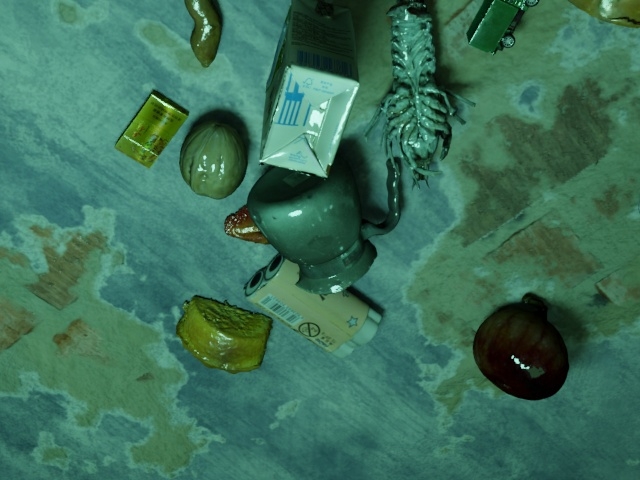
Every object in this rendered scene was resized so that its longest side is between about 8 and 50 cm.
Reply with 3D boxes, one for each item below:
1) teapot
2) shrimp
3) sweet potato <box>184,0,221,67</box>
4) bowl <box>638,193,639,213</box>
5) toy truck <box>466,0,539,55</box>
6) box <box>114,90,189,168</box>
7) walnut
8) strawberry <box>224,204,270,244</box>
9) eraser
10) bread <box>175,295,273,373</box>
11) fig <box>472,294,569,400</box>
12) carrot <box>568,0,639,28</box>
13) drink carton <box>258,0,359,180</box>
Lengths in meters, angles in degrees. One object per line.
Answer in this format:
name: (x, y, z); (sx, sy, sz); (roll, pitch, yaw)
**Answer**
teapot: (0.020, -0.040, 1.789); (0.223, 0.305, 0.285); (3, 130, 39)
shrimp: (0.187, -0.266, 1.647); (0.221, 0.166, 0.411); (-5, 114, 5)
sweet potato: (-0.218, -0.421, 1.584); (0.065, 0.051, 0.218); (-1, 126, 3)
bowl: (0.750, -0.111, 1.799); (0.189, 0.086, 0.189); (0, 124, 0)
toy truck: (0.341, -0.421, 1.583); (0.079, 0.065, 0.147); (22, 124, -11)
box: (-0.345, -0.224, 1.743); (0.089, 0.022, 0.156); (33, 119, -21)
walnut: (-0.215, -0.161, 1.723); (0.140, 0.140, 0.162); (5, 140, -5)
strawberry: (-0.136, -0.031, 1.870); (0.152, 0.048, 0.104); (-12, 122, 4)
eraser: (-0.020, 0.157, 1.980); (0.290, 0.087, 0.171); (36, 127, -23)
bread: (-0.223, 0.229, 2.009); (0.229, 0.139, 0.143); (17, 116, -14)
fig: (0.475, 0.262, 1.991); (0.214, 0.235, 0.235); (-30, 130, -25)
carrot: (0.537, -0.547, 1.406); (0.224, 0.224, 0.341); (8, 130, -6)
drink carton: (-0.020, -0.279, 1.521); (0.132, 0.325, 0.194); (14, 125, -11)
